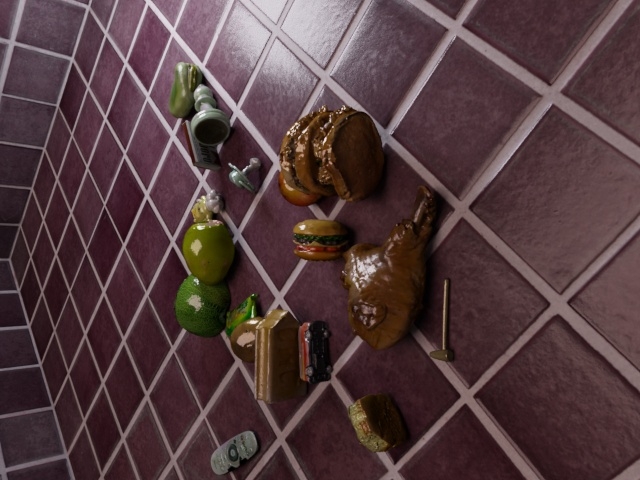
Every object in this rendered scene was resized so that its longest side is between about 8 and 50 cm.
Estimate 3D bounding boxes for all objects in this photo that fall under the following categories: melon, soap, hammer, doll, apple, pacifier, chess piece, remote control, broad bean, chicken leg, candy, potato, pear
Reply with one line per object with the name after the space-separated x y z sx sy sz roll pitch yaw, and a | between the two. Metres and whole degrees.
-0.419 0.235 1.898 0.169 0.129 0.265 18 100 40 | melon
-0.113 0.330 1.563 0.080 0.160 0.258 0 89 43 | soap
0.290 0.187 1.274 0.060 0.028 0.195 -1 84 51 | hammer
-0.414 -0.121 1.951 0.162 0.062 0.106 -30 72 38 | doll
-0.056 -0.170 1.554 0.146 0.146 0.147 -3 86 45 | apple
-0.240 -0.222 1.776 0.116 0.127 0.150 -42 19 -8 | pacifier
-0.415 -0.481 1.940 0.139 0.139 0.272 -47 48 33 | chess piece
-0.288 0.717 1.801 0.256 0.045 0.097 -39 63 33 | remote control
-0.523 -0.578 2.065 0.228 0.100 0.169 -50 47 46 | broad bean
0.159 0.047 1.326 0.295 0.182 0.409 38 111 57 | chicken leg
-0.267 0.252 1.786 0.178 0.032 0.102 -37 35 39 | candy
-0.210 0.314 1.685 0.176 0.137 0.137 -39 62 34 | potato
-0.389 0.045 1.843 0.187 0.187 0.220 16 109 44 | pear

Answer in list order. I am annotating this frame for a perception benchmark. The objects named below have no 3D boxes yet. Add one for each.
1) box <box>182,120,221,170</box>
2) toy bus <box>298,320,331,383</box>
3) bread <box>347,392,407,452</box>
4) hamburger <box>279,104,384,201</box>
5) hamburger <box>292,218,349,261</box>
-0.429 -0.343 1.940 0.036 0.115 0.178 -31 68 33 | box
-0.021 0.318 1.536 0.077 0.079 0.174 -12 79 53 | toy bus
0.139 0.454 1.331 0.069 0.128 0.140 -44 59 39 | bread
0.028 -0.225 1.385 0.211 0.260 0.245 14 105 48 | hamburger
0.000 0.000 1.477 0.162 0.162 0.115 7 98 45 | hamburger
